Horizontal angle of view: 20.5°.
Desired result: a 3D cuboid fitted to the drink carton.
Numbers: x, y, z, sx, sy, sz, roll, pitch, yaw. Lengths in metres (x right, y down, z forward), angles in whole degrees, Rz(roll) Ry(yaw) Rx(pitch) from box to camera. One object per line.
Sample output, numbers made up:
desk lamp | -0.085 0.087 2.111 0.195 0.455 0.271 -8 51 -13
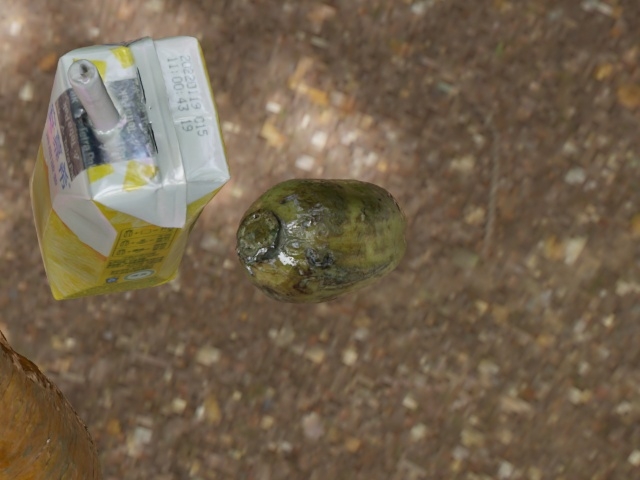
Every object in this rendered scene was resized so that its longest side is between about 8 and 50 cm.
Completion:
drink carton | -0.081 -0.037 0.748 0.074 0.200 0.084 -7 75 -17

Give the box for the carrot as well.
carrot | -0.111 0.066 0.599 0.060 0.186 0.060 -2 65 4

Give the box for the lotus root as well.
lotus root | 0.000 0.000 1.258 0.080 0.089 0.179 4 5 34
